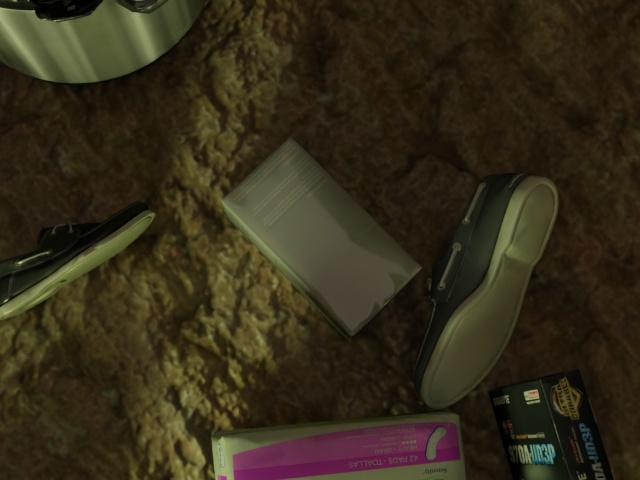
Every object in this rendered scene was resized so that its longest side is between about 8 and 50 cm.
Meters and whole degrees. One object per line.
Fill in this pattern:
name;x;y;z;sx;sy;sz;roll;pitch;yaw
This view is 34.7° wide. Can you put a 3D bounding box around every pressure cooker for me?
pressure cooker;-0.309;-0.402;1.190;0.370;0.420;0.375;3;79;0

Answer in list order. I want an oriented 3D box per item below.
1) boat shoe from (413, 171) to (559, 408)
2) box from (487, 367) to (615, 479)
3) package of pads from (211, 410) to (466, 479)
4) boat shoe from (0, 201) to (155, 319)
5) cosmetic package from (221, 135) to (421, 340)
boat shoe;0.192;0.058;1.300;0.099;0.116;0.319;23;85;46
box;0.268;0.246;1.187;0.051;0.220;0.175;-14;81;-9
package of pads;0.030;0.326;1.196;0.297;0.101;0.229;-3;84;-14
boat shoe;-0.318;0.009;1.285;0.233;0.084;0.079;-31;82;-3
cosmetic package;0.000;0.000;1.287;0.127;0.107;0.238;-42;86;-8
